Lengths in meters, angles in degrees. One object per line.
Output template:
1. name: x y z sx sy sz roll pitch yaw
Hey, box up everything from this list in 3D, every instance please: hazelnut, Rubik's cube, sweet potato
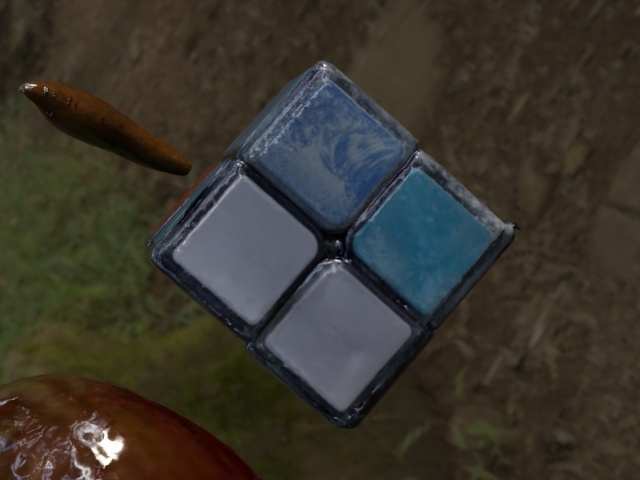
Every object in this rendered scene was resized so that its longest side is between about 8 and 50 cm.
1. hazelnut: -0.220 0.315 1.426 0.421 0.421 0.353 -34 3 42
2. Rubik's cube: 0.000 0.000 1.957 0.318 0.313 0.316 -49 7 -4
3. sweet potato: -0.244 -0.129 1.844 0.057 0.264 0.057 -14 66 34
